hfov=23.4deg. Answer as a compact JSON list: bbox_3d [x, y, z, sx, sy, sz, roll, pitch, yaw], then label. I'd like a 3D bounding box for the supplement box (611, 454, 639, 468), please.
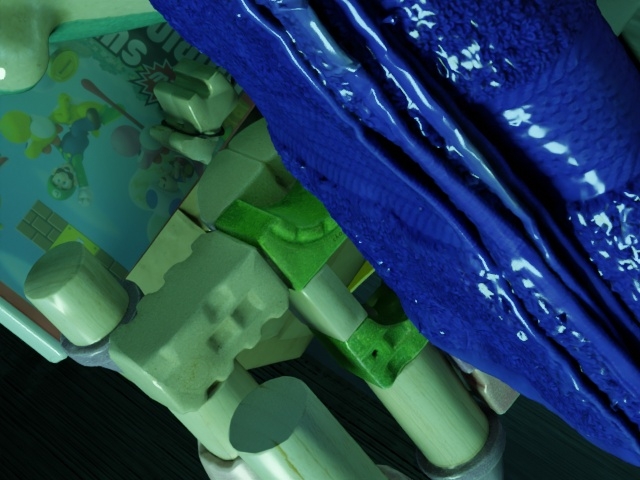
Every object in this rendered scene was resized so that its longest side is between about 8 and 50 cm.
[{"bbox_3d":[0.196,0.081,1.113,0.239,0.073,0.130,42,170,-27],"label":"supplement box"}]

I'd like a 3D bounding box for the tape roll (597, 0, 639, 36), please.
[{"bbox_3d":[-0.002,-0.155,0.632,0.286,0.100,0.286,38,172,6],"label":"tape roll"}]

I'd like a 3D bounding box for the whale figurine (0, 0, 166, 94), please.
[{"bbox_3d":[-0.145,-0.161,0.819,0.272,0.216,0.141,15,154,-14],"label":"whale figurine"}]

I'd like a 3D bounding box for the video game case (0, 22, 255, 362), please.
[{"bbox_3d":[-0.151,-0.100,0.913,0.204,0.285,0.025,40,154,-11],"label":"video game case"}]

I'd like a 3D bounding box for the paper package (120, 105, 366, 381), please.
[{"bbox_3d":[-0.129,-0.051,1.142,0.309,0.168,0.325,37,-168,15],"label":"paper package"}]

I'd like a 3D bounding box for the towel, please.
[{"bbox_3d":[0.002,-0.059,0.469,0.308,0.076,0.227,49,168,-27],"label":"towel"}]

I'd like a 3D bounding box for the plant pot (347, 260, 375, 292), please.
[{"bbox_3d":[0.000,0.000,1.478,0.083,0.081,0.081,46,179,44],"label":"plant pot"}]

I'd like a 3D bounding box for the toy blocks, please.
[{"bbox_3d":[0.042,0.046,0.849,0.309,0.289,0.260,22,156,51],"label":"toy blocks"}]
